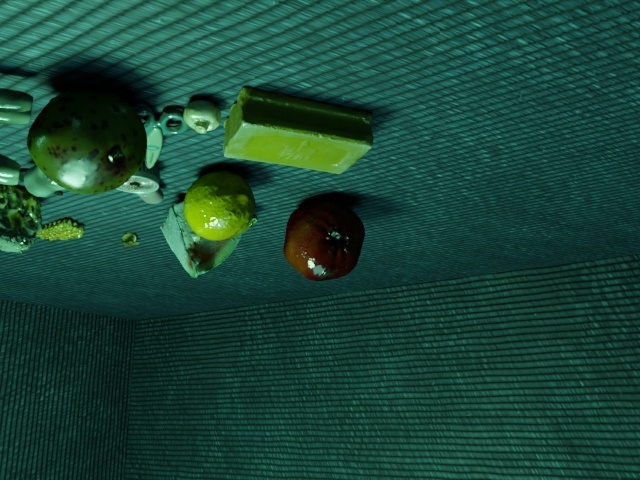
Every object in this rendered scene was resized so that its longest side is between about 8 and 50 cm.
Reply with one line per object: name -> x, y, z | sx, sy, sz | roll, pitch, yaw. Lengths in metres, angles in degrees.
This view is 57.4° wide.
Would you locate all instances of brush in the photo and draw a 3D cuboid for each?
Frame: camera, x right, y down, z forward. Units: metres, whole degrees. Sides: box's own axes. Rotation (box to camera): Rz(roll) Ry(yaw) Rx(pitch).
brush -> -0.813, -0.164, 1.699 | 0.062, 0.016, 0.193 | -3, 163, 10

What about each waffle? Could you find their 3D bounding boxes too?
waffle -> -0.934, -0.036, 2.080 | 0.191, 0.046, 0.161 | -2, 166, 4

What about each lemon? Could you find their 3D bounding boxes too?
lemon -> -0.286, -0.097, 1.645 | 0.192, 0.193, 0.231 | 15, 156, -42

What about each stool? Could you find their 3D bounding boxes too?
stool -> -0.703, -0.217, 1.184 | 0.198, 0.196, 0.195 | 13, 174, -28

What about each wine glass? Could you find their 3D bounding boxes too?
wine glass -> -0.681, -0.177, 1.510 | 0.103, 0.103, 0.230 | 15, 160, -42

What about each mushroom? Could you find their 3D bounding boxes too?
mushroom -> -0.259, -0.269, 1.280 | 0.083, 0.068, 0.084 | 4, 159, 2

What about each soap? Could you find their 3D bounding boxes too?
soap -> -0.055, -0.242, 1.348 | 0.314, 0.091, 0.199 | 6, 161, -23

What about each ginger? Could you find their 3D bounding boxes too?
ginger -> -0.726, 0.000, 2.224 | 0.057, 0.044, 0.137 | -27, 178, -18

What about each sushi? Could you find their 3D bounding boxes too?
sushi -> -0.938, -0.071, 1.711 | 0.139, 0.185, 0.274 | -9, 161, 21

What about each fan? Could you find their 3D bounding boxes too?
fan -> -0.499, -0.156, 1.640 | 0.130, 0.074, 0.244 | -2, 164, 3

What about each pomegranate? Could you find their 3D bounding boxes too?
pomegranate -> -0.512, -0.199, 1.235 | 0.285, 0.231, 0.230 | -6, 164, 34

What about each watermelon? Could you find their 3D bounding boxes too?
watermelon -> -0.368, -0.050, 1.837 | 0.289, 0.320, 0.214 | -32, 133, 0

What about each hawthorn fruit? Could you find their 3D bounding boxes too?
hawthorn fruit -> 0.000, 0.000, 1.900 | 0.264, 0.266, 0.307 | 5, 173, -19

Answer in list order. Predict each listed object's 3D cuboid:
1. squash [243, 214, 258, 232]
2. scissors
squash -> -0.320, -0.042, 2.022 | 0.094, 0.095, 0.340 | 11, 163, -34
scissors -> -0.400, -0.243, 1.407 | 0.137, 0.041, 0.289 | 1, 163, -21
